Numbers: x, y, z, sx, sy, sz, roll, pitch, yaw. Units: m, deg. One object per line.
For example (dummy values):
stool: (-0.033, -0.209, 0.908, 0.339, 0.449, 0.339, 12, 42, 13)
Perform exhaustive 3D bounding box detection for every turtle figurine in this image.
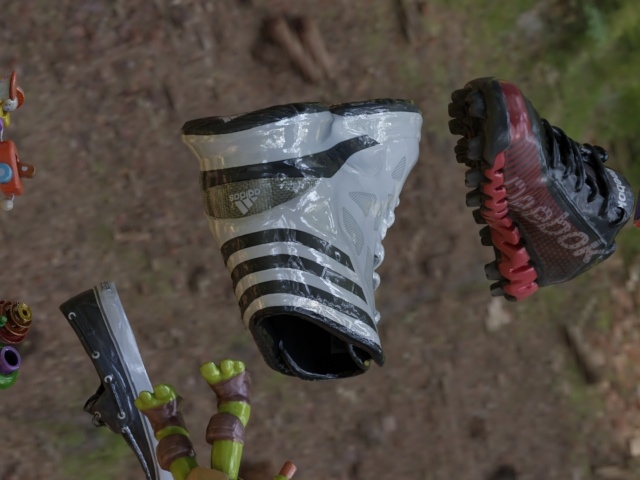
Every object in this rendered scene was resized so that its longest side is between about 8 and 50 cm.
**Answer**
turtle figurine: (-0.084, 0.214, 1.528, 0.087, 0.269, 0.217, 29, 41, -42)

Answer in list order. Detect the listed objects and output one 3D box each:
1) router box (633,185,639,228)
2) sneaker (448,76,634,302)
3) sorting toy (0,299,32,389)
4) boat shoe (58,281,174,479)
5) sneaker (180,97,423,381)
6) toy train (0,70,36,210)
router box: (0.349, -0.099, 1.053, 0.301, 0.082, 0.335, 26, 63, -22)
sneaker: (0.181, -0.050, 1.450, 0.276, 0.135, 0.097, 65, 14, -56)
sorting toy: (-0.317, 0.098, 1.819, 0.061, 0.042, 0.102, 35, 40, -36)
boat shoe: (-0.216, 0.159, 1.884, 0.076, 0.080, 0.228, -19, 100, -8)
sneaker: (-0.001, 0.000, 1.729, 0.447, 0.169, 0.257, -15, 97, -70)
toy train: (-0.296, -0.105, 1.686, 0.166, 0.046, 0.125, 89, -10, -75)
